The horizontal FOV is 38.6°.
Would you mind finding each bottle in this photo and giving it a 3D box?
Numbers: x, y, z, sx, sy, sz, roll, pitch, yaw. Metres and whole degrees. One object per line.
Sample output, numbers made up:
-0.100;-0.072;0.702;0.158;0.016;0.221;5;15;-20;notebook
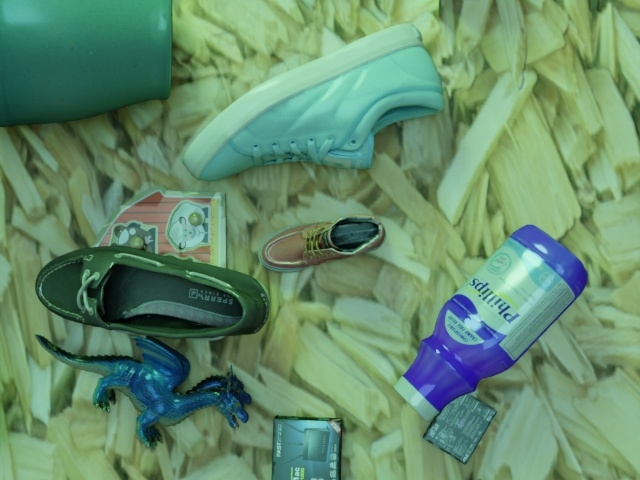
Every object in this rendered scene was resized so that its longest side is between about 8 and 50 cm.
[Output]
0.214;0.112;1.188;0.283;0.092;0.118;-45;50;-1;bottle

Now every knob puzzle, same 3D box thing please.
-0.227;0.017;1.265;0.213;0.030;0.213;0;85;4;knob puzzle

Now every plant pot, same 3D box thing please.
-0.323;-0.278;1.199;0.255;0.271;0.272;0;84;-12;plant pot

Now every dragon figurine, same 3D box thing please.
-0.227;0.176;1.221;0.289;0.085;0.144;37;88;6;dragon figurine

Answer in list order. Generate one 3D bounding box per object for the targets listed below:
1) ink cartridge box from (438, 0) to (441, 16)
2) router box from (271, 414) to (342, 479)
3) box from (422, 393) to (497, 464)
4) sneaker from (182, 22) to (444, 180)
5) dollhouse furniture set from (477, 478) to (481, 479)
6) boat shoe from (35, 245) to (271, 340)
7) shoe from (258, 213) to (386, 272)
0.197;-0.421;1.242;0.062;0.109;0.209;4;84;5;ink cartridge box
-0.018;0.297;1.219;0.092;0.038;0.123;1;84;4;router box
0.186;0.246;1.221;0.067;0.018;0.083;31;87;6;box
-0.002;-0.148;1.215;0.365;0.135;0.150;-28;80;1;sneaker
0.130;0.360;1.158;0.183;0.129;0.129;-26;83;2;dollhouse furniture set
-0.232;0.069;1.201;0.335;0.095;0.112;6;93;11;boat shoe
0.000;0.000;1.226;0.177;0.081;0.064;-11;84;2;shoe
